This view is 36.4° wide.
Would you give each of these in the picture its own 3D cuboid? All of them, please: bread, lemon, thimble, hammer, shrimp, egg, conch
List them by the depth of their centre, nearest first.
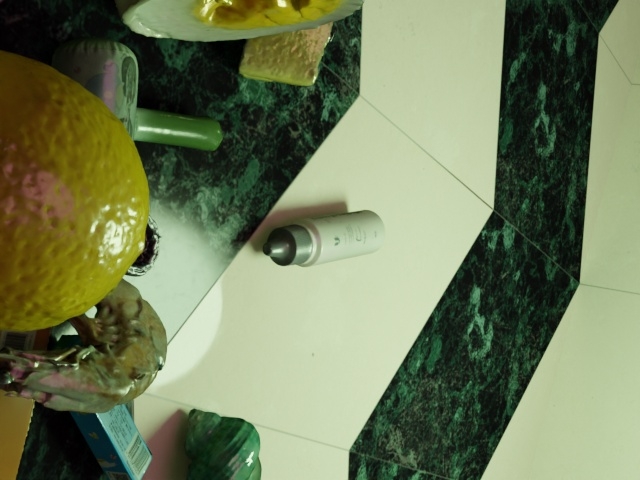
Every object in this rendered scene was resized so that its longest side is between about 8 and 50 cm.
[{"bbox_3d":[-0.363,-0.056,1.119,0.336,0.336,0.336,-16,111,-51],"label":"lemon"},{"bbox_3d":[-0.348,0.120,1.302,0.360,0.085,0.247,-3,61,-55],"label":"shrimp"},{"bbox_3d":[-0.124,-0.472,1.326,0.354,0.354,0.339,-5,87,-53],"label":"egg"},{"bbox_3d":[-0.255,-0.171,1.415,0.335,0.119,0.206,0,98,-60],"label":"hammer"},{"bbox_3d":[-0.288,-0.001,1.436,0.104,0.066,0.095,49,60,-50],"label":"thimble"},{"bbox_3d":[-0.054,-0.384,1.560,0.142,0.178,0.266,8,95,-60],"label":"bread"},{"bbox_3d":[-0.164,0.377,1.639,0.196,0.134,0.202,-106,-169,-79],"label":"conch"}]

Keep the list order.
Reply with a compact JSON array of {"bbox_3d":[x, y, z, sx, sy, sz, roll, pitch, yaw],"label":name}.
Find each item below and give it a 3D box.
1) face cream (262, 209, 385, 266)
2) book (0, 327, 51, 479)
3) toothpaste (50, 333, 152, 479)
[{"bbox_3d":[0.000,0.000,1.799,0.311,0.092,0.092,-12,107,-51],"label":"face cream"},{"bbox_3d":[-0.507,0.178,1.213,0.374,0.028,0.262,18,83,-54],"label":"book"},{"bbox_3d":[-0.324,0.256,1.438,0.065,0.050,0.266,-64,146,-46],"label":"toothpaste"}]
